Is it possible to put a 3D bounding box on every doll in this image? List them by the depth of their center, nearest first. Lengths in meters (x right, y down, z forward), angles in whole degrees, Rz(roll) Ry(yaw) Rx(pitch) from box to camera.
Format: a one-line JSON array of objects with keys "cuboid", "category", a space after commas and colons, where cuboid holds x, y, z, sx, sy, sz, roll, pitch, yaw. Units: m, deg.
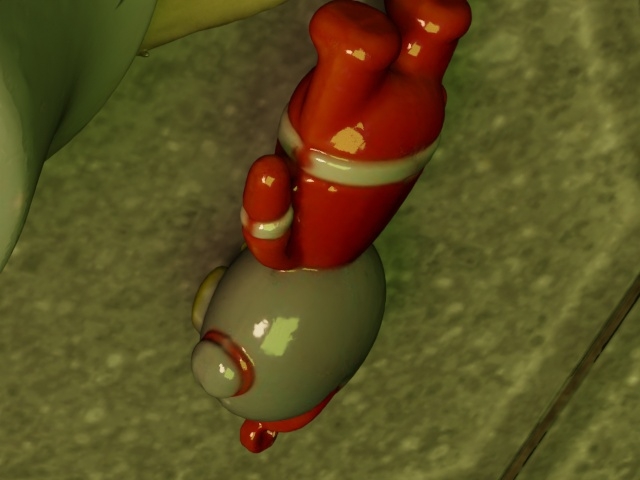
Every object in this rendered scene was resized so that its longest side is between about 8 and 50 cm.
[{"cuboid": [0.000, 0.000, 0.777, 0.142, 0.076, 0.245, -27, 146, -47], "category": "doll"}]

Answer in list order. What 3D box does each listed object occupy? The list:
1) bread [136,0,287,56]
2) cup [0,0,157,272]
[{"cuboid": [-0.064, -0.160, 0.661, 0.139, 0.060, 0.178, -23, 129, -1], "category": "bread"}, {"cuboid": [-0.225, -0.060, 0.560, 0.347, 0.163, 0.347, -1, 139, -1], "category": "cup"}]
